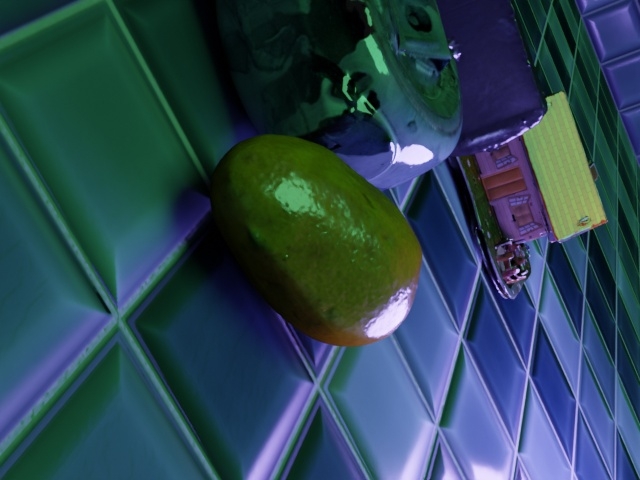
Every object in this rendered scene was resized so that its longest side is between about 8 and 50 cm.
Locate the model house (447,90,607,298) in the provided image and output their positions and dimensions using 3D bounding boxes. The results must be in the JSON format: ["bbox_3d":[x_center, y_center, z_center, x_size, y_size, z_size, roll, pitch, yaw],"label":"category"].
[{"bbox_3d":[0.281,-0.089,1.306,0.293,0.154,0.207,70,23,-5],"label":"model house"}]

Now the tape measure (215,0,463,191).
[{"bbox_3d":[0.023,-0.168,0.839,0.275,0.147,0.256,-16,88,-64],"label":"tape measure"}]

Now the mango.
[{"bbox_3d":[0.000,0.000,0.715,0.227,0.109,0.147,31,48,-53],"label":"mango"}]

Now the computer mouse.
[{"bbox_3d":[0.152,-0.240,1.134,0.295,0.168,0.087,63,24,-24],"label":"computer mouse"}]
